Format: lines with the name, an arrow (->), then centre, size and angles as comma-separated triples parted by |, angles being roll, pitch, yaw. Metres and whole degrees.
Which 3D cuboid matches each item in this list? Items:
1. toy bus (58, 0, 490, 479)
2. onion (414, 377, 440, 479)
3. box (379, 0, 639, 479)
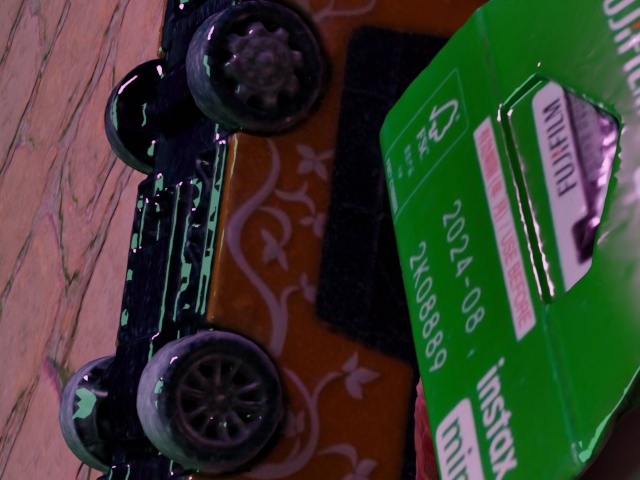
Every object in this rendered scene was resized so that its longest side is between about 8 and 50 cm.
toy bus -> 0.000, 0.000, 0.900 | 0.162, 0.194, 0.323 | 161, 119, -66
onion -> 0.118, 0.037, 0.651 | 0.230, 0.163, 0.230 | 3, -90, -81
box -> 0.138, 0.045, 0.449 | 0.103, 0.250, 0.180 | -43, 31, 27
